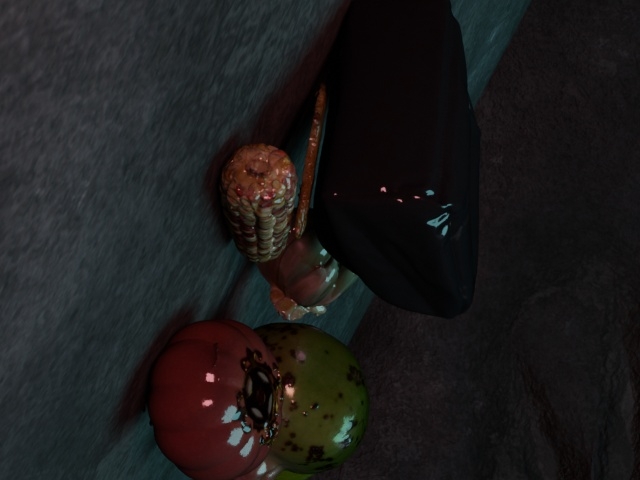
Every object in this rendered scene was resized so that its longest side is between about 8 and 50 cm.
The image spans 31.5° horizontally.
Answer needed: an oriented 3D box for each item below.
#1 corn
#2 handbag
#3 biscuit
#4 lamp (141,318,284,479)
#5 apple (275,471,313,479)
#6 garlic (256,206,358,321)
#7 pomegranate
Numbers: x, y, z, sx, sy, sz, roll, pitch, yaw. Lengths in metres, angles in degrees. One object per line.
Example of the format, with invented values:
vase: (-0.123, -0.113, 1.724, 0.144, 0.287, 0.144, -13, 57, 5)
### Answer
corn: (-0.061, -0.031, 1.168, 0.079, 0.080, 0.237, -59, 171, -17)
handbag: (0.084, -0.085, 1.270, 0.275, 0.178, 0.301, 74, 19, -55)
biscuit: (-0.011, -0.087, 1.228, 0.203, 0.016, 0.144, -85, -175, -75)
lamp: (-0.120, 0.175, 1.243, 0.182, 0.140, 0.182, 19, 68, -61)
apple: (-0.072, 0.256, 1.605, 0.157, 0.196, 0.196, -26, 147, -41)
garlic: (0.000, 0.000, 1.388, 0.131, 0.127, 0.194, 0, 142, -38)
pomegranate: (-0.051, 0.227, 1.413, 0.247, 0.214, 0.214, -58, 170, -12)
